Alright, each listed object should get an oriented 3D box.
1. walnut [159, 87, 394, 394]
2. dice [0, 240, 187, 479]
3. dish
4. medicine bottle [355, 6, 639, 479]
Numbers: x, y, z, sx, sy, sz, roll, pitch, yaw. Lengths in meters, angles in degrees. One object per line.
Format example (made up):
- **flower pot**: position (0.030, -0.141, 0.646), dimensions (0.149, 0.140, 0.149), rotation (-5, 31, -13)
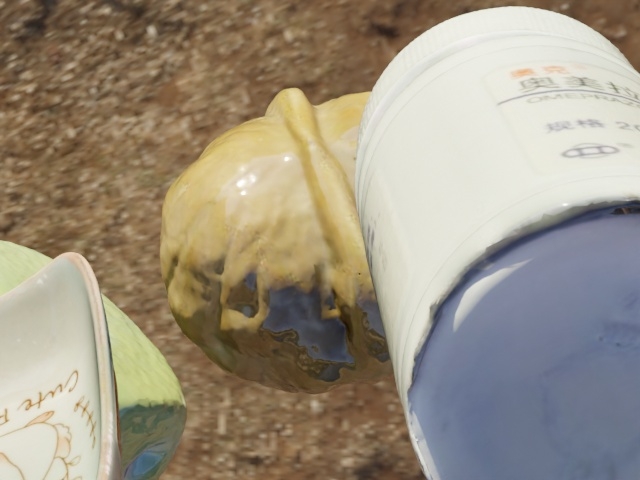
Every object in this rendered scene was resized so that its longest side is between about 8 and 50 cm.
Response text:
- **walnut**: position (0.000, 0.000, 1.513), dimensions (0.296, 0.285, 0.285), rotation (-17, 94, -8)
- **dice**: position (-0.300, 0.163, 1.575), dimensions (0.249, 0.252, 0.254), rotation (-50, 158, 8)
- **dish**: position (-0.160, 0.112, 0.802), dimensions (0.151, 0.212, 0.077), rotation (-23, 123, 4)
- **medicine bottle**: position (0.119, 0.004, 0.869), dimensions (0.190, 0.332, 0.189), rotation (-1, 113, -3)
